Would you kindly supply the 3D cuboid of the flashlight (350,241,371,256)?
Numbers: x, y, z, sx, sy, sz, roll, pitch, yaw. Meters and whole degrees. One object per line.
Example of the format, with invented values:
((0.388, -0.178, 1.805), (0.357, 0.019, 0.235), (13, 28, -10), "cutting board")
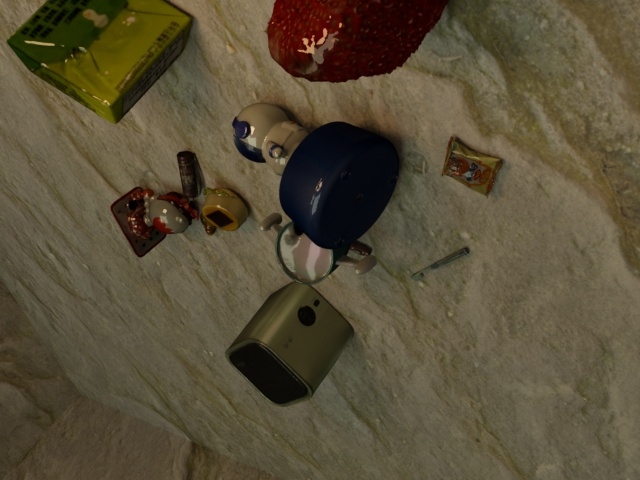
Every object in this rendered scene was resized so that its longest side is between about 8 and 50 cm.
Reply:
((0.077, 0.014, 2.025), (0.110, 0.031, 0.052), (24, 142, 19), "flashlight")

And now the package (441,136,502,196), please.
((0.307, -0.149, 1.637), (0.121, 0.031, 0.108), (28, 144, 14), "package")

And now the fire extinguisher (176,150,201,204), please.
((-0.361, -0.170, 2.182), (0.064, 0.043, 0.158), (-10, 128, -9), "fire extinguisher")

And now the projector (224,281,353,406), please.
((-0.091, 0.303, 2.309), (0.248, 0.249, 0.248), (45, 144, -9), "projector")

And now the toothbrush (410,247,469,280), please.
((0.284, 0.060, 1.904), (0.019, 0.016, 0.219), (43, 145, -8), "toothbrush")

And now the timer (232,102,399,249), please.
((-0.046, -0.183, 1.768), (0.383, 0.270, 0.270), (36, 148, 31), "timer")

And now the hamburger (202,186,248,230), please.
((-0.263, -0.091, 2.169), (0.141, 0.081, 0.126), (31, 148, -10), "hamburger")

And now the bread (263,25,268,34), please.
((-0.034, -0.409, 1.634), (0.154, 0.054, 0.136), (-12, 125, 51), "bread")

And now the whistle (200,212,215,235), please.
((-0.330, -0.051, 2.308), (0.057, 0.046, 0.109), (22, 150, -1), "whistle")

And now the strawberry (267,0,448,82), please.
((0.048, -0.384, 1.332), (0.312, 0.351, 0.267), (-15, 127, 43), "strawberry")

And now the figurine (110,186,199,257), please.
((-0.453, -0.079, 2.313), (0.226, 0.160, 0.183), (-15, 111, 34), "figurine")

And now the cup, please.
((0.000, 0.000, 1.936), (0.300, 0.173, 0.167), (25, 121, 20), "cup")

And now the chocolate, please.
((-0.487, -0.442, 1.797), (0.289, 0.301, 0.137), (32, 158, 9), "chocolate")
